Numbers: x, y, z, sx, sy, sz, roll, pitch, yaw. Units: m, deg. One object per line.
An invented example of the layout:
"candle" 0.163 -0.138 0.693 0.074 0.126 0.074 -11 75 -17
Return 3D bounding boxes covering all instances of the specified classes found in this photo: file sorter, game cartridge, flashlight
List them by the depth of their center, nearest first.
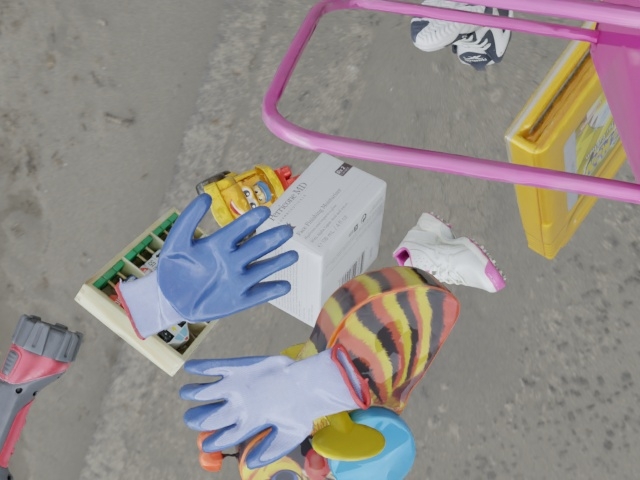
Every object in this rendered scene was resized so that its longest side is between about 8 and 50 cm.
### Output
"file sorter" 0.085 -0.186 0.344 0.182 0.202 0.291 9 123 3
"game cartridge" 0.318 -0.144 0.999 0.052 0.324 0.285 33 82 27
"flashlight" -0.461 0.268 1.346 0.103 0.103 0.304 19 85 0

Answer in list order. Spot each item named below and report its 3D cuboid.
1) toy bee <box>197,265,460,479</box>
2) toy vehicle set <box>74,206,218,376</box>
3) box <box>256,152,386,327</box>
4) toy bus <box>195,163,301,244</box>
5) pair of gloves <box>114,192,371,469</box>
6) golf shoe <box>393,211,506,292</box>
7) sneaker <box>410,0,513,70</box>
"toy bee" -0.007 0.154 0.710 0.162 0.195 0.298 16 81 -17
"toy vehicle set" -0.211 0.063 1.269 0.166 0.267 0.035 38 120 -2
"box" 0.000 0.000 1.349 0.119 0.181 0.182 27 144 20
"toy bus" -0.132 -0.091 1.826 0.211 0.220 0.149 -24 96 -1
"pair of gloves" -0.060 0.066 0.634 0.159 0.023 0.198 -24 94 27
"golf shoe" 0.257 0.051 1.797 0.140 0.306 0.115 -40 119 -5
"sneaker" 0.221 -0.303 1.329 0.094 0.235 0.153 17 137 30
